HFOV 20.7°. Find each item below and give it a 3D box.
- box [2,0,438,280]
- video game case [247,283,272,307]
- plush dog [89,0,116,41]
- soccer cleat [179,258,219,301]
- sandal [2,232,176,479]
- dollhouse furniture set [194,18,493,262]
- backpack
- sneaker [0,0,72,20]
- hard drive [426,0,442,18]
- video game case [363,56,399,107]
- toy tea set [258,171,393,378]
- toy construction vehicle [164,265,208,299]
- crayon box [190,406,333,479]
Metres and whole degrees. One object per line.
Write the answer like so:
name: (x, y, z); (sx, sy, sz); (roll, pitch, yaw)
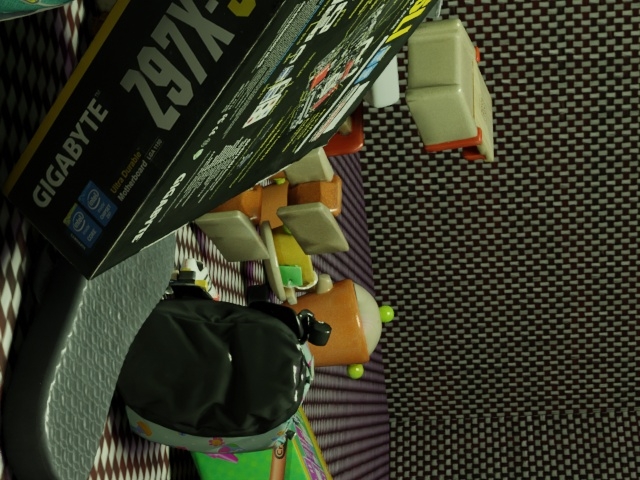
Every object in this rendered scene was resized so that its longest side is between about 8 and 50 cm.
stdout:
box: (-0.004, -0.141, 0.932); (0.322, 0.079, 0.257); (-51, 171, 37)
video game case: (-0.050, 0.199, 1.909); (0.274, 0.026, 0.196); (79, 9, -59)
plush dog: (-0.093, -0.219, 1.146); (0.262, 0.210, 0.225); (-54, 166, -34)
soccer cleat: (-0.102, 0.035, 1.457); (0.083, 0.029, 0.036); (42, 49, -76)
sandal: (-0.140, 0.031, 1.005); (0.254, 0.054, 0.097); (-72, 153, -48)
dollhouse furniture set: (0.017, -0.114, 1.584); (0.135, 0.259, 0.262); (58, 30, -59)
backpack: (-0.074, 0.093, 1.236); (0.182, 0.151, 0.115); (62, 41, -84)
sneaker: (-0.146, -0.203, 0.719); (0.275, 0.110, 0.107); (78, 10, -52)
hard drive: (-0.008, -0.264, 1.489); (0.339, 0.236, 0.064); (-76, 172, -69)
video game case: (-0.015, -0.337, 1.802); (0.300, 0.036, 0.329); (43, -34, 51)
toy tea set: (0.000, 0.000, 1.884); (0.336, 0.124, 0.200); (78, -1, -56)
toy construction vehicle: (-0.104, 0.068, 1.376); (0.098, 0.035, 0.086); (78, 10, -56)
crayon box: (-0.039, 0.205, 1.477); (0.278, 0.081, 0.165); (63, 4, -76)
